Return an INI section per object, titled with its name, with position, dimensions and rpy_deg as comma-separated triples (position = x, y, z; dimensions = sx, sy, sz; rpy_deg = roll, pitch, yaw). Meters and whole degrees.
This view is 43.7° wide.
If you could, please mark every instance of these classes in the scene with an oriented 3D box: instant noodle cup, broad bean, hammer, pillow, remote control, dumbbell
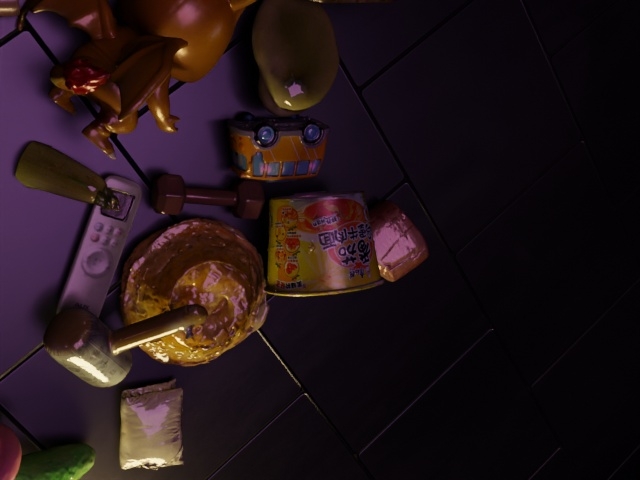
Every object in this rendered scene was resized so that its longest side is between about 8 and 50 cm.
[instant noodle cup]
position = 0.000, 0.000, 1.695
dimensions = 0.264, 0.264, 0.200
rpy_deg = -7, 97, -26
[broad bean]
position = -0.047, -0.383, 1.612
dimensions = 0.189, 0.121, 0.263
rpy_deg = 0, 91, -24
[hammer]
position = -0.357, 0.183, 1.537
dimensions = 0.305, 0.113, 0.202
rpy_deg = -17, 148, 9
[pillow]
position = -0.358, 0.391, 1.692
dimensions = 0.134, 0.078, 0.181
rpy_deg = -2, 102, -27
[remote control]
position = -0.440, 0.021, 1.583
dimensions = 0.090, 0.038, 0.309
rpy_deg = 20, 92, -30
[dumbbell]
position = -0.229, -0.089, 1.636
dimensions = 0.231, 0.082, 0.092
rpy_deg = 2, 66, -28

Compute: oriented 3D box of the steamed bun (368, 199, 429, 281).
[steamed bun]
position = 0.153, 0.003, 1.856
dimensions = 0.145, 0.106, 0.175
rpy_deg = -37, 102, -10

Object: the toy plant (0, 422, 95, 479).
[toy plant]
position = -0.625, 0.430, 1.494
dimensions = 0.317, 0.210, 0.356
rpy_deg = -39, 129, -16

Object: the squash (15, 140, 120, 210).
[squash]
position = -0.469, -0.111, 1.519
dimensions = 0.200, 0.075, 0.090
rpy_deg = 26, 70, -9

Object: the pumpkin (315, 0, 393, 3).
[pumpkin]
position = 0.049, -0.583, 1.614
dimensions = 0.317, 0.222, 0.139
rpy_deg = -12, 135, -24

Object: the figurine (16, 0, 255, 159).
[figurine]
position = -0.298, -0.343, 1.404
dimensions = 0.387, 0.401, 0.268
rpy_deg = -44, 137, -6

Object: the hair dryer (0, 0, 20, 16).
[hair dryer]
position = -0.590, -0.479, 1.380
dimensions = 0.117, 0.064, 0.181
rpy_deg = -8, 97, -22

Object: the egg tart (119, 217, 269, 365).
[egg tart]
position = -0.250, 0.115, 1.657
dimensions = 0.341, 0.129, 0.341
rpy_deg = -6, 103, -27

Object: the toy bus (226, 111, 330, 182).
[toy bus]
position = -0.093, -0.192, 1.668
dimensions = 0.209, 0.126, 0.136
rpy_deg = -5, 113, -27
